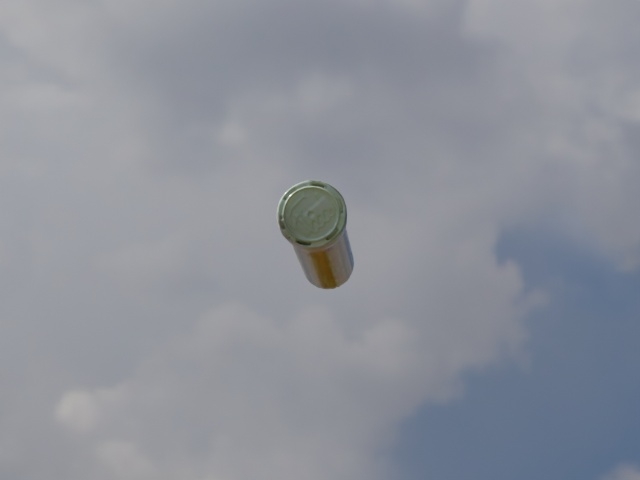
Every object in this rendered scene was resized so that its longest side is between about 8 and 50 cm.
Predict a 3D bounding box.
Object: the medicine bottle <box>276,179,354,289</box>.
[{"bbox_3d":[0.000,0.000,2.008,0.074,0.074,0.218,-1,-15,5],"label":"medicine bottle"}]
